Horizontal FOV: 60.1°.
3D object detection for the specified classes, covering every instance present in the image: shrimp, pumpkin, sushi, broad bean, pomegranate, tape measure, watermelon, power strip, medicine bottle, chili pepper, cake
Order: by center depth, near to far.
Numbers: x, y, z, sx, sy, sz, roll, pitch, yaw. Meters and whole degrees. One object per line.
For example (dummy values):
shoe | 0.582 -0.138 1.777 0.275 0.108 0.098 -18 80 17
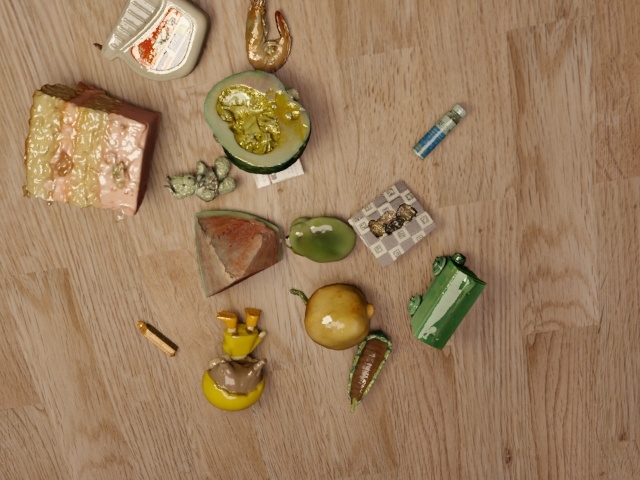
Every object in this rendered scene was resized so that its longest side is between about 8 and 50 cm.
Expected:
tape measure | -0.460 -0.583 1.566 0.265 0.130 0.258 32 109 -15
cake | -0.641 -0.265 1.591 0.306 0.293 0.314 12 112 -9
shrimp | -0.151 -0.602 1.592 0.132 0.053 0.236 1 112 2
pumpkin | -0.176 -0.327 1.608 0.263 0.197 0.293 -35 88 -8
medicine bottle | 0.359 -0.329 1.678 0.051 0.051 0.191 40 105 -12
watermelon | -0.259 0.080 1.730 0.282 0.293 0.251 -4 138 1
broad bean | 0.000 0.000 1.765 0.227 0.100 0.169 -4 123 5
sushi | 0.230 -0.053 1.770 0.215 0.050 0.192 -38 88 8
pomegranate | 0.055 0.242 1.788 0.233 0.233 0.233 0 108 1
chili pepper | -0.071 0.185 1.868 0.083 0.022 0.027 39 103 -16
power strip | -0.564 0.335 1.909 0.178 0.049 0.028 42 99 -12

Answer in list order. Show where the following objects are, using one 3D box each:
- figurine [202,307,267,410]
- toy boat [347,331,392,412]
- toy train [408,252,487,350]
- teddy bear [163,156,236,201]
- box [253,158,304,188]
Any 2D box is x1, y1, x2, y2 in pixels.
figurine | -0.288 0.406 1.870 0.214 0.187 0.344 2 102 -13
toy boat | 0.156 0.445 1.915 0.108 0.099 0.293 21 100 -6
toy train | 0.388 0.189 1.771 0.120 0.202 0.301 26 106 -12
teddy bear | -0.368 -0.176 1.712 0.212 0.111 0.133 -12 66 -5
box | -0.135 -0.226 1.723 0.154 0.040 0.084 -17 108 5
